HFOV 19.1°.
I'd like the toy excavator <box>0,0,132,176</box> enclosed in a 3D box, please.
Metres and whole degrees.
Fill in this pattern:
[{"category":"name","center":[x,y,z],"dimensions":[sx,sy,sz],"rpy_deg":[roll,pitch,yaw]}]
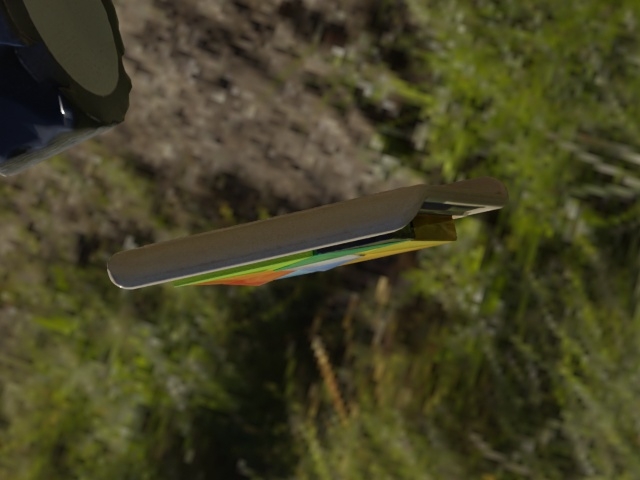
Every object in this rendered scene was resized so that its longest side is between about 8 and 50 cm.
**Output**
[{"category":"toy excavator","center":[-0.216,-0.179,0.850],"dimensions":[0.222,0.445,0.433],"rpy_deg":[-24,141,17]}]

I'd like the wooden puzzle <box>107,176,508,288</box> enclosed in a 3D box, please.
[{"category":"wooden puzzle","center":[0.000,0.000,1.301],"dimensions":[0.221,0.044,0.238],"rpy_deg":[-13,180,20]}]
